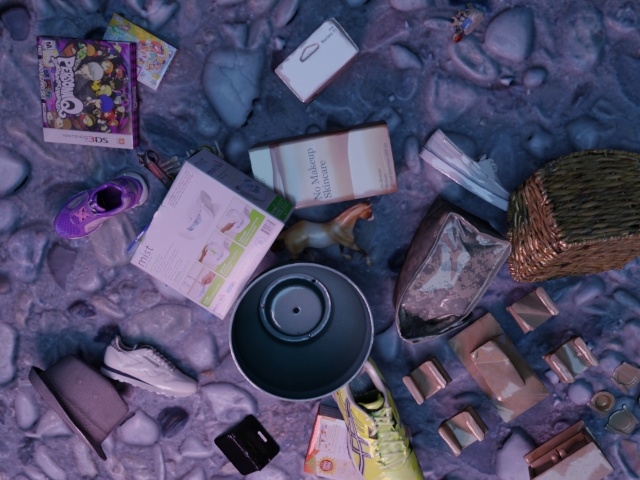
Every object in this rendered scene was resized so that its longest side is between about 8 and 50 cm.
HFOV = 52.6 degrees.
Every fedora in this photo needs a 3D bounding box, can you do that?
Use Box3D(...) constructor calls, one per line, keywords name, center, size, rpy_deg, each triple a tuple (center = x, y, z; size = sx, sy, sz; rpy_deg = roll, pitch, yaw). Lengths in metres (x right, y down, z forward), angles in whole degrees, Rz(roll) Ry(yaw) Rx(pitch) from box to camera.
Box3D(name="fedora", center=(-0.545, 0.369, 1.515), size=(0.124, 0.243, 0.275), rpy_deg=(-43, 87, -19))

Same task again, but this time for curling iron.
Box3D(name="curling iron", center=(-0.305, -0.099, 1.453), size=(0.035, 0.068, 0.274), rpy_deg=(-38, 109, 12))

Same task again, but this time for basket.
Box3D(name="basket", center=(0.544, -0.054, 1.368), size=(0.300, 0.223, 0.213), rpy_deg=(-8, 68, -14))

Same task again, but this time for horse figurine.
Box3D(name="horse figurine", center=(0.000, 0.000, 1.425), size=(0.264, 0.066, 0.174), rpy_deg=(-6, 140, 13))

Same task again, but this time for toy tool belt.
Box3D(name="toy tool belt", center=(0.301, -0.462, 1.370), size=(0.083, 0.052, 0.051), rpy_deg=(-43, 65, 7))

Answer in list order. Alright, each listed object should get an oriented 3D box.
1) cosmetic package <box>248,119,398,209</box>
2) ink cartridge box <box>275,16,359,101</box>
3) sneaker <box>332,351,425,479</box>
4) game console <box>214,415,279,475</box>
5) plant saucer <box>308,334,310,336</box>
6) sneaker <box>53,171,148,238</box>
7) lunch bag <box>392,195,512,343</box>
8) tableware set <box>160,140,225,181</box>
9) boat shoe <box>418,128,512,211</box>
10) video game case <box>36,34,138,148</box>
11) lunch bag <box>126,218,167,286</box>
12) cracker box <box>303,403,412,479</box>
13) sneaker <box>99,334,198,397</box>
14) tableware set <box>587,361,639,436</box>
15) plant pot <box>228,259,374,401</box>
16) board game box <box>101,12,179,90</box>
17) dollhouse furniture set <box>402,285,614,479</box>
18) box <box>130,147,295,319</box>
Box3D(name="cosmetic package", center=(0.009, -0.159, 1.400), size=(0.297, 0.129, 0.153), rpy_deg=(-11, 103, 6))
Box3D(name="ink cartridge box", center=(-0.003, -0.359, 1.320), size=(0.153, 0.208, 0.087), rpy_deg=(-41, 97, 10))
Box3D(name="sneaker", center=(0.117, 0.417, 1.443), size=(0.145, 0.147, 0.384), rpy_deg=(-26, 81, -11))
Box3D(name="game console", center=(-0.182, 0.508, 1.604), size=(0.107, 0.071, 0.122), rpy_deg=(-41, 98, -20))
Box3D(name="plant saucer", center=(-0.080, 0.238, 1.539), size=(0.120, 0.021, 0.119), rpy_deg=(1, 101, 3))
Box3D(name="sneaker", center=(-0.508, -0.076, 1.459), size=(0.237, 0.104, 0.095), rpy_deg=(-28, 100, 9))
Box3D(name="lunch bag", center=(0.253, 0.074, 1.378), size=(0.169, 0.235, 0.286), rpy_deg=(29, 102, -2))
Box3D(name="tableware set", center=(-0.284, -0.155, 1.471), size=(0.154, 0.024, 0.103), rpy_deg=(-21, 100, 7))
Box3D(name="boat shoe", center=(0.340, -0.149, 1.402), size=(0.258, 0.095, 0.084), rpy_deg=(32, 105, -4))
Box3D(name="video game case", center=(-0.509, -0.324, 1.424), size=(0.211, 0.042, 0.231), rpy_deg=(6, 109, 4))
Box3D(name="lunch bag", center=(-0.336, 0.003, 1.469), size=(0.129, 0.096, 0.151), rpy_deg=(42, 110, -5))
Box3D(name="cracker box", center=(0.089, 0.501, 1.559), size=(0.233, 0.067, 0.155), rpy_deg=(14, 101, 1))
Box3D(name="sneaker", center=(-0.400, 0.304, 1.543), size=(0.235, 0.090, 0.094), rpy_deg=(19, 83, -6))
Box3D(name="tableware set", center=(0.717, 0.376, 1.523), size=(0.141, 0.020, 0.168), rpy_deg=(40, 100, -5))
Box3D(name="plant pot", center=(-0.048, 0.171, 1.396), size=(0.293, 0.196, 0.292), rpy_deg=(-1, 100, -7))
Box3D(name="board game box", center=(-0.403, -0.413, 1.424), size=(0.154, 0.026, 0.103), rpy_deg=(29, 102, -3))
Box3D(name="dollhouse furniture set", center=(0.455, 0.359, 1.471), size=(0.362, 0.256, 0.394), rpy_deg=(-37, 76, 9))
Box3D(name="box", center=(-0.222, -0.012, 1.331), size=(0.231, 0.126, 0.261), rpy_deg=(32, 112, -3))
